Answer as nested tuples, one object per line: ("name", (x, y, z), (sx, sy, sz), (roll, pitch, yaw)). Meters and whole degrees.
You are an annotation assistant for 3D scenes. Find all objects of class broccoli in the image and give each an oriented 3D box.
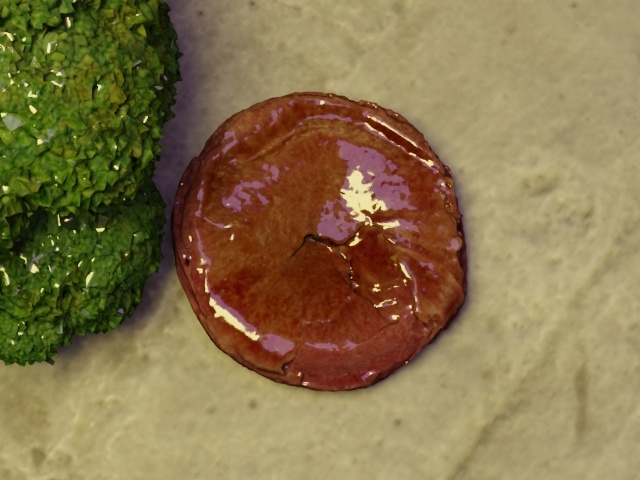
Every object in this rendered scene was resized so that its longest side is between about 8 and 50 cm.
("broccoli", (-0.231, -0.125, 0.898), (0.413, 0.310, 0.321), (27, 80, -34))

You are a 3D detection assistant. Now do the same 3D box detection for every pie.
("pie", (0.000, 0.000, 1.009), (0.182, 0.049, 0.182), (2, 76, -9))
